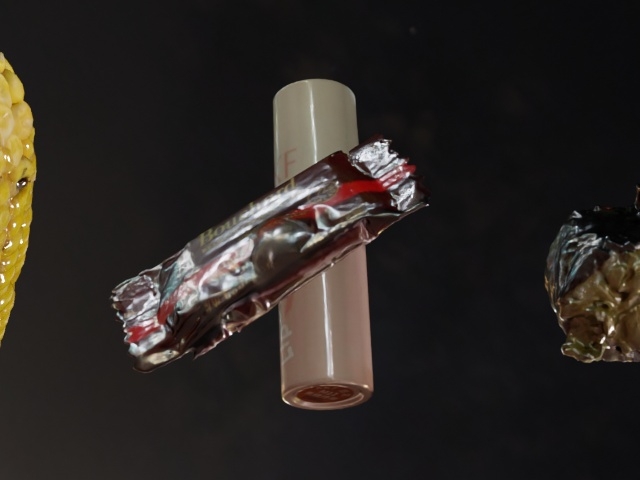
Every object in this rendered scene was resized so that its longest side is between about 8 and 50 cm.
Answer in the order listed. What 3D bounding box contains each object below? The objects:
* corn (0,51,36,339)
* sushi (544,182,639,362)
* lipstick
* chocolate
[{"bbox_3d":[-0.168,0.039,0.503,0.106,0.106,0.293,45,-41,14],"label":"corn"},{"bbox_3d":[0.299,0.037,1.110,0.115,0.213,0.147,-111,-144,-73],"label":"sushi"},{"bbox_3d":[0.000,0.000,1.047,0.070,0.070,0.254,131,-39,-58],"label":"lipstick"},{"bbox_3d":[-0.030,0.002,0.722,0.028,0.182,0.086,56,3,-38],"label":"chocolate"}]
